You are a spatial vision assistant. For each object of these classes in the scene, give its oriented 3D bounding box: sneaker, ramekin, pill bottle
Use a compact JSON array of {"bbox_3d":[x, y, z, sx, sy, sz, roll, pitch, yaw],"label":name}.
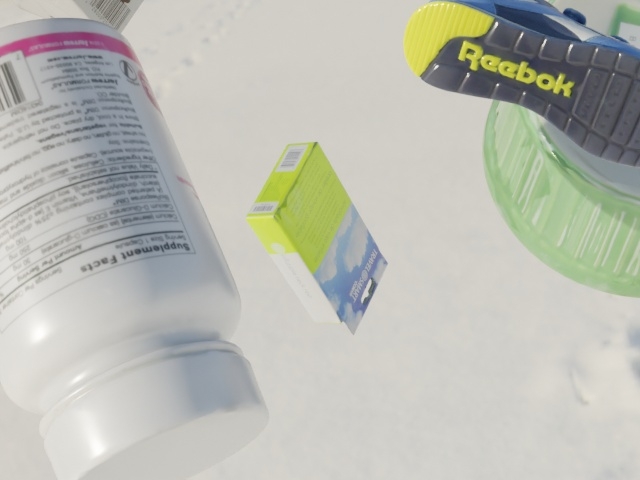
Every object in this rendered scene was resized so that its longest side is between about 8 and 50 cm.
[{"bbox_3d":[0.112,-0.082,0.655,0.144,0.053,0.059,25,30,2],"label":"sneaker"},{"bbox_3d":[0.308,-0.112,1.311,0.303,0.303,0.148,-20,-24,-9],"label":"ramekin"},{"bbox_3d":[-0.147,0.013,0.905,0.160,0.283,0.160,-21,-20,-8],"label":"pill bottle"}]

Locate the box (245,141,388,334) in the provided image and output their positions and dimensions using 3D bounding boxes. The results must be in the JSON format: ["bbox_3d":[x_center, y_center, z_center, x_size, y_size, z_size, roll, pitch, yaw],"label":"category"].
[{"bbox_3d":[0.000,0.000,1.430,0.042,0.178,0.109,-2,45,35],"label":"box"}]

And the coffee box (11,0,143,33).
[{"bbox_3d":[-0.197,-0.324,1.328,0.141,0.098,0.247,24,76,32],"label":"coffee box"}]
